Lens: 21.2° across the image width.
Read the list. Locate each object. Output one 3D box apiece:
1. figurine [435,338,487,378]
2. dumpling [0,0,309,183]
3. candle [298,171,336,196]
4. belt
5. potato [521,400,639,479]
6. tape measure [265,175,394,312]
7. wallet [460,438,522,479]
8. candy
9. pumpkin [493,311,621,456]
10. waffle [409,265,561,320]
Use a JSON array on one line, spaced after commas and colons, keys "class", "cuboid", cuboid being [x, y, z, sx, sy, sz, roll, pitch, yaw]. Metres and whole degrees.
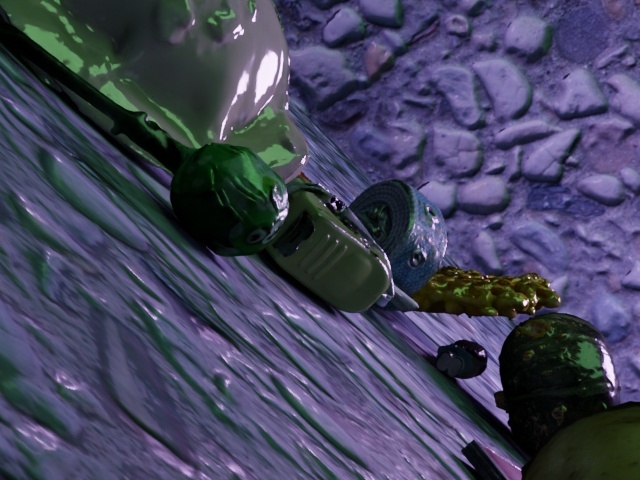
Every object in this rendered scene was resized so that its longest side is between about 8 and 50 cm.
[{"class": "figurine", "cuboid": [0.164, 0.143, 2.042, 0.060, 0.047, 0.106, 8, 2, 19]}, {"class": "dumpling", "cuboid": [-0.180, -0.195, 1.618, 0.315, 0.233, 0.395, -29, 85, -51]}, {"class": "candle", "cuboid": [-0.078, -0.104, 2.089, 0.302, 0.059, 0.084, 43, 17, 18]}, {"class": "belt", "cuboid": [0.075, 0.001, 1.977, 0.082, 0.147, 0.163, 38, -16, -27]}, {"class": "potato", "cuboid": [0.236, 0.236, 1.092, 0.285, 0.242, 0.242, 51, 7, 6]}, {"class": "tape measure", "cuboid": [0.000, 0.000, 1.721, 0.177, 0.087, 0.154, 41, 5, -44]}, {"class": "wallet", "cuboid": [0.219, 0.277, 1.536, 0.119, 0.025, 0.232, 39, 8, -45]}, {"class": "candy", "cuboid": [-0.165, -0.102, 1.454, 0.323, 0.097, 0.097, 37, 5, 7]}, {"class": "pumpkin", "cuboid": [0.279, 0.175, 2.009, 0.190, 0.146, 0.190, 170, -90, -78]}, {"class": "waffle", "cuboid": [0.173, 0.060, 2.076, 0.243, 0.058, 0.238, 4, 3, 13]}]
